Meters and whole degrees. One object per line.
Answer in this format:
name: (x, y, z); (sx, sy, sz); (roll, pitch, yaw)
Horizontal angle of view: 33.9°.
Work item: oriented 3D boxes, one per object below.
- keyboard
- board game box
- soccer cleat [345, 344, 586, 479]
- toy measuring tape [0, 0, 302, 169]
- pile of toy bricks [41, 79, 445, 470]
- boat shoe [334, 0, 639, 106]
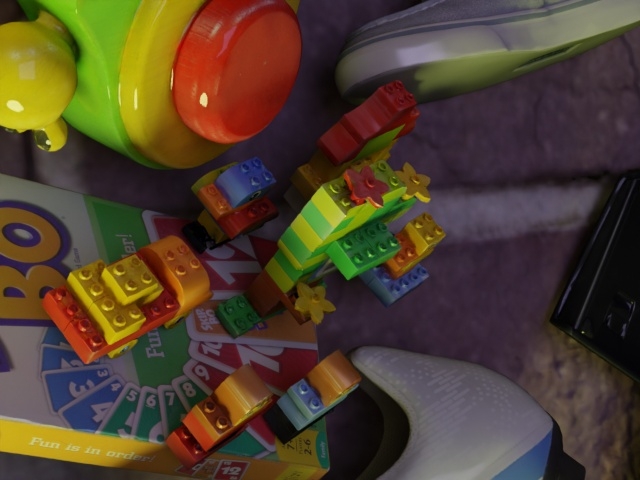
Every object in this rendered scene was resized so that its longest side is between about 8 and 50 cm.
keyboard: (0.267, 0.116, 0.665); (0.317, 0.033, 0.201); (33, 72, -19)
board game box: (-0.121, 0.031, 0.450); (0.260, 0.039, 0.124); (12, 48, -22)
soccer cleat: (0.004, 0.205, 0.498); (0.143, 0.116, 0.331); (27, 72, -5)
toy measuring tape: (-0.031, -0.119, 0.511); (0.330, 0.121, 0.121); (-38, 103, -41)
pile of toy bricks: (0.000, 0.000, 0.454); (0.212, 0.105, 0.118); (-29, 75, -44)
boat shoe: (0.094, -0.133, 0.579); (0.228, 0.079, 0.081); (-20, 86, -30)
